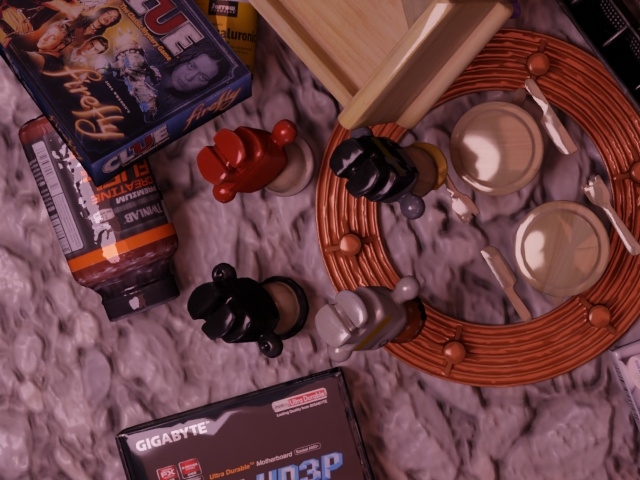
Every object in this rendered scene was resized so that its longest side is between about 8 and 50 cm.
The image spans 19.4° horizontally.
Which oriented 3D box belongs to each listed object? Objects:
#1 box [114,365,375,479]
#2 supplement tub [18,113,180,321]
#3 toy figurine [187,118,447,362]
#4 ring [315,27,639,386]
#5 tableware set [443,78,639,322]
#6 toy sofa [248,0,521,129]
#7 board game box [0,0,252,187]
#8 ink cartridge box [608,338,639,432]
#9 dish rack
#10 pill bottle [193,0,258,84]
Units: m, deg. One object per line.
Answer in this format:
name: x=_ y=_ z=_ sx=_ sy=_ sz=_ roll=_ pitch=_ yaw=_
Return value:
box: x=-0.060 y=0.231 z=1.741 sx=0.220 sy=0.051 sz=0.175 roll=-16 pitch=92 yaw=2
supplement tub: x=-0.194 y=-0.029 z=1.708 sx=0.106 sy=0.106 sz=0.198 roll=-21 pitch=92 yaw=2
toy figurine: x=0.000 y=0.000 z=1.658 sx=0.209 sy=0.148 sz=0.213 roll=2 pitch=89 yaw=29
ring: x=0.163 y=-0.030 z=1.736 sx=0.336 sy=0.032 sz=0.337 roll=0 pitch=93 yaw=2
tableware set: x=0.192 y=-0.039 z=1.702 sx=0.128 sy=0.039 sz=0.194 roll=-33 pitch=86 yaw=14
toy sofa: x=-0.002 y=-0.272 z=1.645 sx=0.362 sy=0.177 sz=0.150 roll=48 pitch=117 yaw=15
board game box: x=-0.195 y=-0.183 z=1.664 sx=0.165 sy=0.042 sz=0.243 roll=-32 pitch=67 yaw=-16
ink cartridge box: x=0.399 y=0.159 z=1.732 sx=0.208 sy=0.045 sz=0.206 roll=-22 pitch=91 yaw=1
dish rack: x=0.352 y=-0.252 z=1.650 sx=0.271 sy=0.074 sz=0.208 roll=-40 pitch=73 yaw=21
pill bottle: x=-0.090 y=-0.199 z=1.718 sx=0.065 sy=0.065 sz=0.116 roll=4 pitch=92 yaw=1
